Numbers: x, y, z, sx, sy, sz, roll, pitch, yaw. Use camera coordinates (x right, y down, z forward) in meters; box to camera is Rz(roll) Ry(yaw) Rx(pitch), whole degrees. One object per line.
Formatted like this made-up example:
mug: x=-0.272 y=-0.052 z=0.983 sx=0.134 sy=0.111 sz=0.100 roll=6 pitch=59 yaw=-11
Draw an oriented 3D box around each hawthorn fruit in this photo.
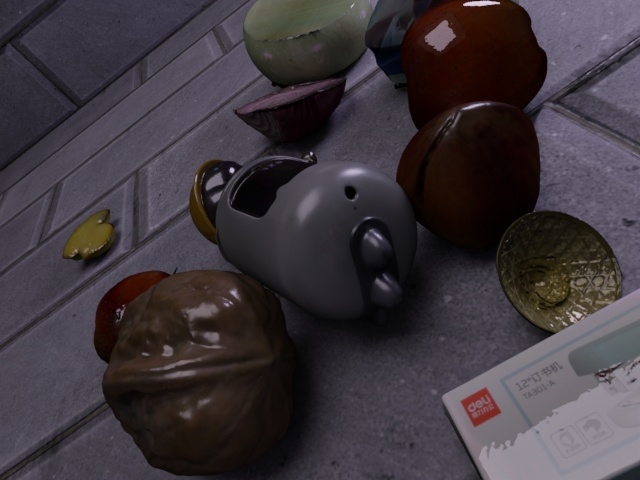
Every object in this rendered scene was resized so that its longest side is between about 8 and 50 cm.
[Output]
hawthorn fruit: x=-0.296 y=0.134 z=0.830 sx=0.181 sy=0.181 sz=0.235 roll=-25 pitch=29 yaw=18

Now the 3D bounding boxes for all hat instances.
hat: x=0.265 y=0.043 z=0.545 sx=0.145 sy=0.067 sz=0.146 roll=1 pitch=72 yaw=-4

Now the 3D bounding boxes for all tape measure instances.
tape measure: x=0.248 y=-0.446 z=0.917 sx=0.262 sy=0.138 sz=0.259 roll=16 pitch=78 yaw=41

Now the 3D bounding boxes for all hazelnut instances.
hazelnut: x=0.193 y=-0.098 z=0.614 sx=0.208 sy=0.208 sz=0.208 roll=-22 pitch=43 yaw=21

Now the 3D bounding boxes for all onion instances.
onion: x=-0.051 y=-0.301 z=1.087 sx=0.247 sy=0.111 sz=0.250 roll=-27 pitch=24 yaw=-20

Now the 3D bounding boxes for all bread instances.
bread: x=-0.628 y=-0.009 z=1.300 sx=0.149 sy=0.065 sz=0.188 roll=-9 pitch=45 yaw=18

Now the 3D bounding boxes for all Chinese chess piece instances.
Chinese chess piece: x=-0.032 y=-0.565 z=1.228 sx=0.349 sy=0.146 sz=0.350 roll=-11 pitch=52 yaw=14

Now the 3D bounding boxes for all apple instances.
apple: x=0.232 y=-0.276 z=0.744 sx=0.234 sy=0.234 sz=0.234 roll=-22 pitch=43 yaw=21

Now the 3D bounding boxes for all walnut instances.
walnut: x=-0.151 y=0.172 z=0.616 sx=0.273 sy=0.227 sz=0.273 roll=-24 pitch=43 yaw=24

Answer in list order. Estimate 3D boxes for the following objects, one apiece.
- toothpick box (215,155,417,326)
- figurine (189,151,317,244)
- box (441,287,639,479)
toothpick box: x=0.000 y=0.000 z=0.649 sx=0.229 sy=0.229 sz=0.316 roll=-50 pitch=30 yaw=-12
figurine: x=-0.119 y=-0.072 z=0.876 sx=0.256 sy=0.167 sz=0.192 roll=-5 pitch=42 yaw=4
box: x=0.261 y=0.153 z=0.424 sx=0.269 sy=0.079 sz=0.135 roll=-32 pitch=39 yaw=9
